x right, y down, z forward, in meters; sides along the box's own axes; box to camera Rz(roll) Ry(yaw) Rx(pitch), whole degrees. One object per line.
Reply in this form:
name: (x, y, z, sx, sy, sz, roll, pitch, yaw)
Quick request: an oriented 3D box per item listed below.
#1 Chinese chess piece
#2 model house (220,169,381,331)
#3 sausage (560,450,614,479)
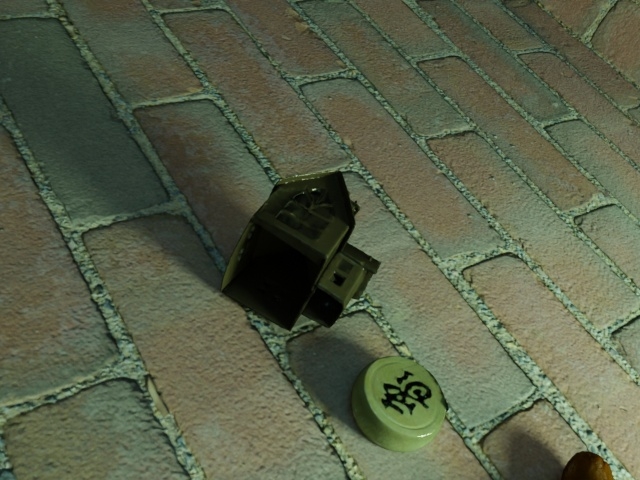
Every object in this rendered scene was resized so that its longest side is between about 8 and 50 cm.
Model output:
Chinese chess piece: (0.116, 0.242, 1.002, 0.144, 0.058, 0.144, 13, 45, -14)
model house: (0.000, 0.000, 1.068, 0.204, 0.211, 0.243, 32, 44, 4)
sausage: (0.342, 0.412, 0.929, 0.103, 0.076, 0.302, 43, 47, 17)
